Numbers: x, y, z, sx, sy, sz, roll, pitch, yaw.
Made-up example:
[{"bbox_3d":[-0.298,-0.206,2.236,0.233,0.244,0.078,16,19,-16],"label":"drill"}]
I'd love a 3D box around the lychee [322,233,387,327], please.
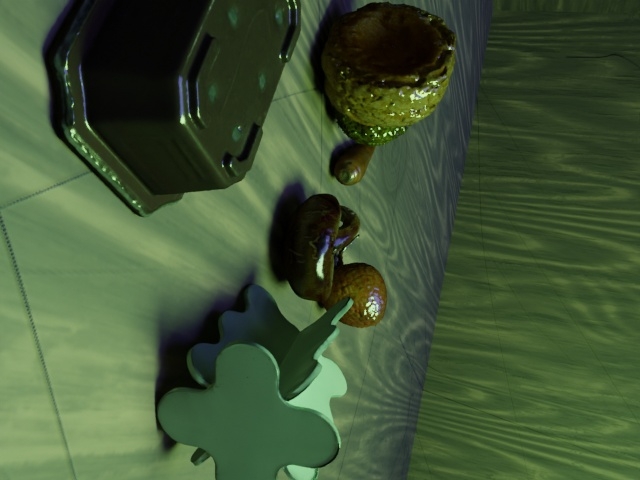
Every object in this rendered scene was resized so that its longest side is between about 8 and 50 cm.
[{"bbox_3d":[0.049,0.075,0.947,0.115,0.140,0.101,-14,123,-28],"label":"lychee"}]

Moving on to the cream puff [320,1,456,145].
[{"bbox_3d":[0.087,-0.209,0.834,0.169,0.184,0.183,92,15,-58],"label":"cream puff"}]

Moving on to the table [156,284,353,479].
[{"bbox_3d":[-0.043,0.134,0.619,0.198,0.167,0.166,-54,148,-68],"label":"table"}]

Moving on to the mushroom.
[{"bbox_3d":[-0.002,-0.001,0.782,0.170,0.080,0.135,-55,160,-54],"label":"mushroom"}]

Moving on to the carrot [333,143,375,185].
[{"bbox_3d":[0.063,-0.134,0.974,0.216,0.048,0.048,-55,148,-63],"label":"carrot"}]

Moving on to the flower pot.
[{"bbox_3d":[-0.084,-0.146,0.465,0.178,0.084,0.250,63,40,-60],"label":"flower pot"}]
